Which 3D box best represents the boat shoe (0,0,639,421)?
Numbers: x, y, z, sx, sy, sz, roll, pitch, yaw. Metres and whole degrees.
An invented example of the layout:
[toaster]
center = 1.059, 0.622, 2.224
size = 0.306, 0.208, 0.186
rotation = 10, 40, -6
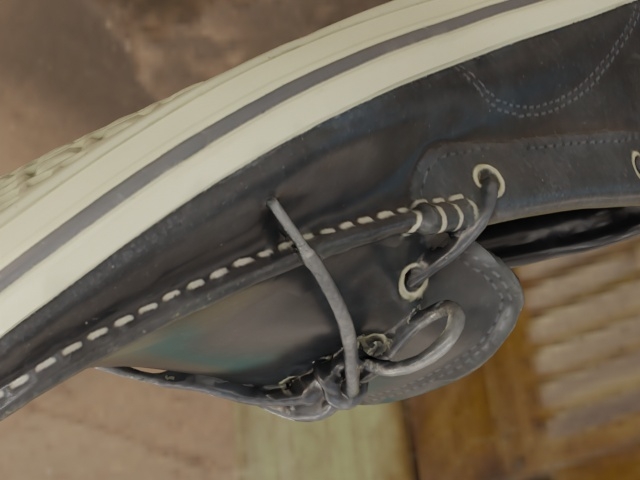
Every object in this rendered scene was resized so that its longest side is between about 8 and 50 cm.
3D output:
[boat shoe]
center = 0.000, 0.000, 0.794
size = 0.187, 0.156, 0.500
rotation = -21, -177, 45
